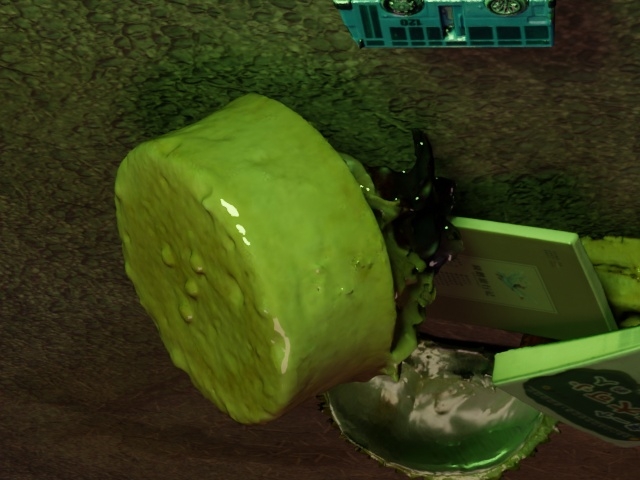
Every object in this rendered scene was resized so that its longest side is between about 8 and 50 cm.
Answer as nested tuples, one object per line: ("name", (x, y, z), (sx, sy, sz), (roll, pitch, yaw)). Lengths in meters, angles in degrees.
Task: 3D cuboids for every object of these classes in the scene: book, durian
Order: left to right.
("durian", (0.148, 0.227, 2.367), (0.394, 0.163, 0.198), (17, 152, -9))
("book", (0.170, 0.037, 1.959), (0.310, 0.021, 0.217), (9, 149, 30))
("book", (0.411, 0.157, 1.951), (0.260, 0.043, 0.371), (28, 148, -34))

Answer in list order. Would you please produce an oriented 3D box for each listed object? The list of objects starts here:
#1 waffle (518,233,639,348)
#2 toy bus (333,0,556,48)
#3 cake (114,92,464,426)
("waffle", (0.375, 0.101, 2.098), (0.224, 0.098, 0.328), (9, 155, -2))
("toy bus", (0.107, -0.214, 1.458), (0.184, 0.090, 0.106), (1, 158, 9))
("cake", (-0.005, -0.007, 1.780), (0.321, 0.332, 0.332), (-25, 171, -29))
